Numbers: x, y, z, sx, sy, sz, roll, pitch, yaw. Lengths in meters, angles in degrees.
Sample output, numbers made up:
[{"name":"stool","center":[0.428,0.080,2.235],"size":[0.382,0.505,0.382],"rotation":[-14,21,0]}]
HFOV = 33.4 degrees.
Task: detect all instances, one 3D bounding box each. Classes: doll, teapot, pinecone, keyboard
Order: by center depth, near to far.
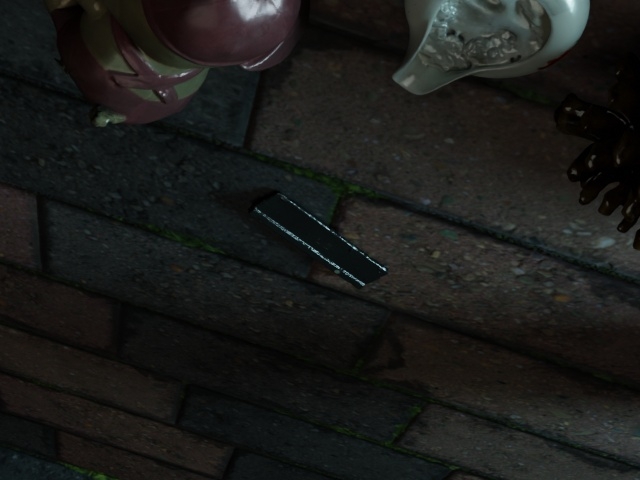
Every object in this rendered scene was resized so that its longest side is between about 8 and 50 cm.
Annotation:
[{"name":"teapot","center":[0.146,-0.196,0.846],"size":[0.145,0.092,0.226],"rotation":[29,147,-25]},{"name":"pinecone","center":[0.302,-0.076,0.887],"size":[0.212,0.185,0.168],"rotation":[32,165,6]},{"name":"doll","center":[-0.116,-0.200,0.913],"size":[0.256,0.196,0.152],"rotation":[-16,100,49]},{"name":"keyboard","center":[0.000,0.000,1.320],"size":[0.195,0.018,0.060],"rotation":[35,138,-29]}]
